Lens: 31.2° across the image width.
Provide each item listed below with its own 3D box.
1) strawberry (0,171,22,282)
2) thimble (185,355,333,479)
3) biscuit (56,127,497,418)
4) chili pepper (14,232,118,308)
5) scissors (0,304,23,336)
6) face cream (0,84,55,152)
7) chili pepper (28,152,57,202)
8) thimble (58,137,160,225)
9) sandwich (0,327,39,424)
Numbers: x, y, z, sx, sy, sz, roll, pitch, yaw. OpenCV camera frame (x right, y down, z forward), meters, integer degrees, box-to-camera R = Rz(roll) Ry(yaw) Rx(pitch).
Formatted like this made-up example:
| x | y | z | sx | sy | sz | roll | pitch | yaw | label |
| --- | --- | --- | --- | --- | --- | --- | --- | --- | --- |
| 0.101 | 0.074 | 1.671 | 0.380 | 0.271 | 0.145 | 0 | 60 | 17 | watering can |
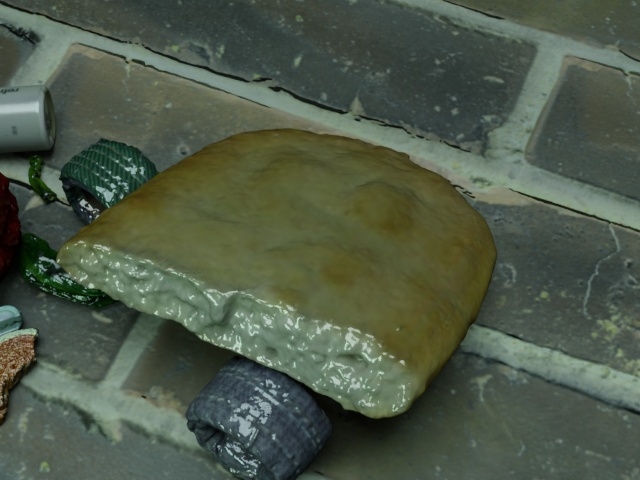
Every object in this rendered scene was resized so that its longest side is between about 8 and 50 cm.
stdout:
| x | y | z | sx | sy | sz | roll | pitch | yaw | label |
| --- | --- | --- | --- | --- | --- | --- | --- | --- | --- |
| -0.484 | -0.007 | 1.374 | 0.220 | 0.274 | 0.274 | 47 | 65 | -11 | strawberry |
| -0.070 | 0.205 | 1.278 | 0.150 | 0.150 | 0.098 | 32 | 63 | 18 | thimble |
| 0.000 | -0.001 | 1.349 | 0.429 | 0.104 | 0.446 | 25 | 40 | 23 | biscuit |
| -0.304 | 0.040 | 1.434 | 0.182 | 0.050 | 0.073 | 14 | 53 | 6 | chili pepper |
| -0.484 | 0.136 | 1.385 | 0.256 | 0.030 | 0.125 | -21 | 57 | -10 | scissors |
| -0.517 | -0.155 | 1.532 | 0.312 | 0.092 | 0.092 | -4 | 58 | -1 | face cream |
| -0.376 | -0.084 | 1.529 | 0.027 | 0.022 | 0.083 | -36 | 60 | 17 | chili pepper |
| -0.258 | -0.058 | 1.456 | 0.135 | 0.118 | 0.090 | 30 | 57 | 35 | thimble |
| -0.384 | 0.159 | 1.372 | 0.067 | 0.029 | 0.135 | 23 | 60 | 7 | sandwich |
